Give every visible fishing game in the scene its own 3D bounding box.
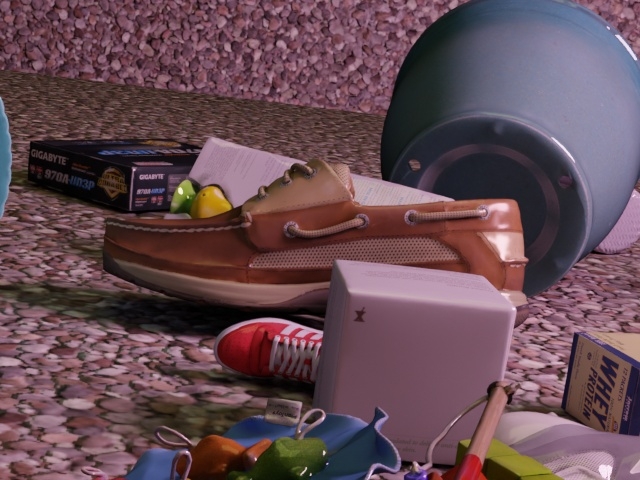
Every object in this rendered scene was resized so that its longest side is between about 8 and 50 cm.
[{"bbox_3d":[-0.055,0.096,0.533,0.264,0.041,0.189,-15,6,18],"label":"fishing game"}]

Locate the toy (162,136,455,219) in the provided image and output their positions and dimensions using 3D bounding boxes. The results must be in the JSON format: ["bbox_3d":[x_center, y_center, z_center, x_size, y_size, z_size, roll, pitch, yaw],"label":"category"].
[{"bbox_3d":[-0.017,0.000,1.138,0.237,0.137,0.056,17,-29,17],"label":"toy"}]

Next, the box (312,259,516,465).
[{"bbox_3d":[0.053,0.072,0.791,0.101,0.102,0.087,7,9,-7],"label":"box"}]

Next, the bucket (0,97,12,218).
[{"bbox_3d":[-0.342,-0.072,0.862,0.281,0.281,0.183,1,18,-28],"label":"bucket"}]

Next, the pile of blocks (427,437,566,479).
[{"bbox_3d":[0.158,0.129,0.543,0.362,0.112,0.149,6,11,-7],"label":"pile of blocks"}]

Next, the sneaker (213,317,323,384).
[{"bbox_3d":[-0.008,0.080,0.863,0.118,0.042,0.067,7,8,-13],"label":"sneaker"}]

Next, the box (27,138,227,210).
[{"bbox_3d":[-0.195,-0.078,1.515,0.175,0.051,0.220,16,14,38],"label":"box"}]

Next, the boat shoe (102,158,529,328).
[{"bbox_3d":[0.000,0.000,1.013,0.324,0.120,0.122,6,-2,1],"label":"boat shoe"}]

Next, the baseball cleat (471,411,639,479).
[{"bbox_3d":[0.178,0.138,0.674,0.206,0.072,0.109,2,25,-2],"label":"baseball cleat"}]

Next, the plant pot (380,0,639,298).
[{"bbox_3d":[0.173,-0.074,1.256,0.271,0.271,0.255,10,26,13],"label":"plant pot"}]

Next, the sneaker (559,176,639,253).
[{"bbox_3d":[0.231,-0.048,1.533,0.268,0.101,0.153,9,9,-22],"label":"sneaker"}]

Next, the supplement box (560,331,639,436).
[{"bbox_3d":[0.219,0.099,0.875,0.083,0.056,0.083,3,12,-21],"label":"supplement box"}]
